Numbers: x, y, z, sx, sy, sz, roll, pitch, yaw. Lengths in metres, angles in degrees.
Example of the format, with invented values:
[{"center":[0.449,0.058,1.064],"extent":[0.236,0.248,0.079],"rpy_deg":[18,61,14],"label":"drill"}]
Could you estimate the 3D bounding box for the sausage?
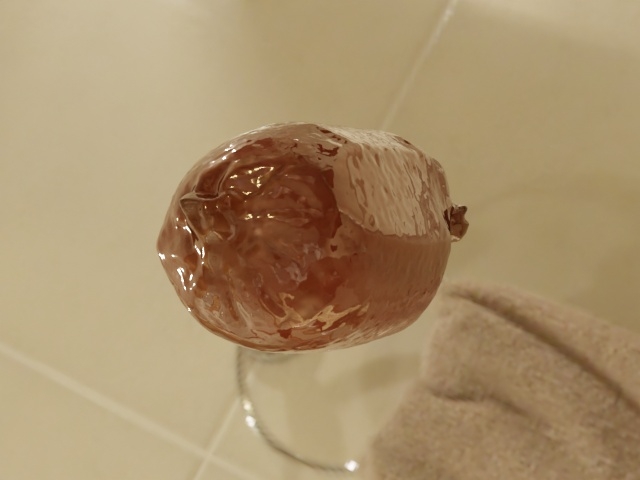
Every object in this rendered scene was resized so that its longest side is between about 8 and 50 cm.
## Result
[{"center":[0.000,0.000,0.730],"extent":[0.254,0.148,0.148],"rpy_deg":[13,-82,-65],"label":"sausage"}]
